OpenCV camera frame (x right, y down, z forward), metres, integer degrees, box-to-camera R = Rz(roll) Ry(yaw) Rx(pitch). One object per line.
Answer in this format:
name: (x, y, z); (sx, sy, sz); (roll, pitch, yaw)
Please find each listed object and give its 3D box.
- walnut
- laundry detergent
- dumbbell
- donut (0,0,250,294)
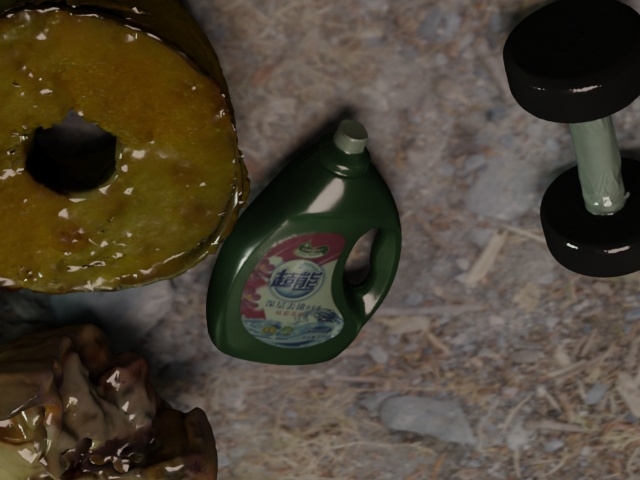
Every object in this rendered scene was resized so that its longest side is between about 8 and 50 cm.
walnut: (-0.209, 0.145, 1.356); (0.204, 0.141, 0.238); (-31, 132, 33)
laundry detergent: (0.000, 0.000, 1.306); (0.137, 0.063, 0.211); (9, 128, -21)
dumbbell: (0.192, -0.069, 1.242); (0.100, 0.100, 0.191); (-15, 133, 6)
donut: (-0.172, -0.080, 1.182); (0.272, 0.107, 0.272); (-3, 137, -2)
